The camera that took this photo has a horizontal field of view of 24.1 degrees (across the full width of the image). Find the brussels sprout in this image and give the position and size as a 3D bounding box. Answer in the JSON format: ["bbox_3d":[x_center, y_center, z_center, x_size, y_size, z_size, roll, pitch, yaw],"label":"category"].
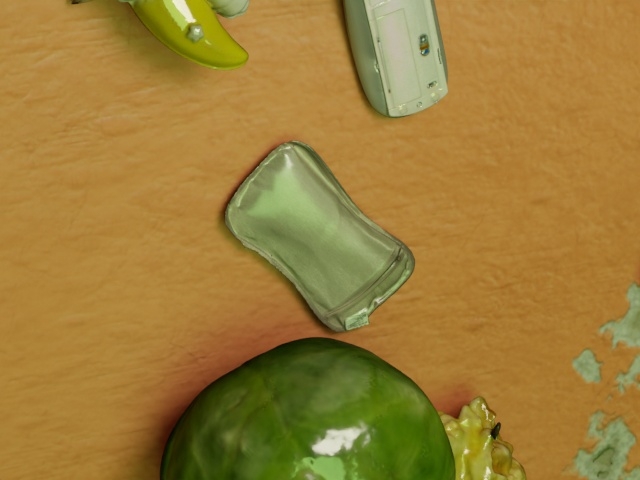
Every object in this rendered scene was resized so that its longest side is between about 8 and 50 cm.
[{"bbox_3d":[-0.020,0.272,1.614,0.289,0.281,0.354,-33,140,-25],"label":"brussels sprout"}]

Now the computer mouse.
[{"bbox_3d":[0.081,-0.226,1.594,0.102,0.045,0.199,-24,122,-13],"label":"computer mouse"}]

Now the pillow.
[{"bbox_3d":[0.000,0.000,1.652,0.131,0.038,0.233,-45,116,3],"label":"pillow"}]

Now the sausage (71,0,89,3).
[{"bbox_3d":[-0.240,-0.290,1.469,0.026,0.026,0.116,-12,111,-16],"label":"sausage"}]

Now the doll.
[{"bbox_3d":[-0.097,-0.298,1.468,0.252,0.111,0.237,38,77,-15],"label":"doll"}]

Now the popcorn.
[{"bbox_3d":[0.160,0.276,1.755,0.170,0.180,0.180,-29,124,35],"label":"popcorn"}]
